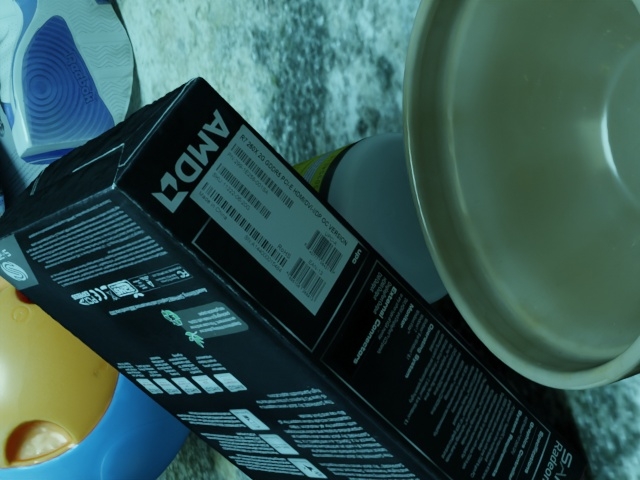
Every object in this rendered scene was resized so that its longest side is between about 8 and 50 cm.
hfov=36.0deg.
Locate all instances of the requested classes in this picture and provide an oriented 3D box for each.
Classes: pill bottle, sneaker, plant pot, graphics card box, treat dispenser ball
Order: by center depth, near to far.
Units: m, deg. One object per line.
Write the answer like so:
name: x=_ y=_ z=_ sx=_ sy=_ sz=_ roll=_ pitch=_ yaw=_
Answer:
plant pot: x=0.145 y=-0.051 z=0.508 sx=0.237 sy=0.110 sz=0.237 roll=169 pitch=90 yaw=-69
graphics card box: x=-0.027 y=0.078 z=0.651 sx=0.371 sy=0.094 sz=0.233 roll=43 pitch=150 yaw=-21
pill bottle: x=0.000 y=0.000 z=0.724 sx=0.208 sy=0.119 sz=0.119 roll=-14 pitch=91 yaw=52
treat dispenser ball: x=-0.259 y=0.129 z=0.956 sx=0.288 sy=0.288 sz=0.288 roll=21 pitch=117 yaw=47
sneaker: x=-0.301 y=-0.227 z=1.046 sx=0.182 sy=0.127 sz=0.315 roll=-22 pitch=77 yaw=56

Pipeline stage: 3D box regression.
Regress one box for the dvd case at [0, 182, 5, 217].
dvd case: x=-0.436 y=-0.024 z=1.298 sx=0.253 sy=0.022 sz=0.180 roll=101 pitch=149 yaw=-42

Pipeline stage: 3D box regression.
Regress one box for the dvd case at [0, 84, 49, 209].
dvd case: x=-0.379 y=-0.140 z=1.236 sx=0.179 sy=0.030 sz=0.238 roll=-27 pitch=81 yaw=52
